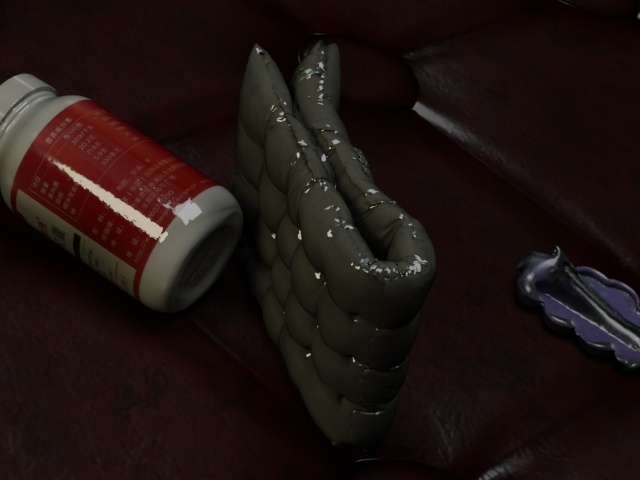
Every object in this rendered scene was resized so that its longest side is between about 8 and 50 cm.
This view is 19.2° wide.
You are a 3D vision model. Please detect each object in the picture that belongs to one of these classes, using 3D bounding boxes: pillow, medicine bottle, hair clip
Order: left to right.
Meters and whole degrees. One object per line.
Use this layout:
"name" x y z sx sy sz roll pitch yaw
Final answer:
"medicine bottle" -0.201 -0.046 1.740 0.250 0.131 0.131 33 37 17
"pillow" 0.000 0.000 1.698 0.101 0.228 0.326 -6 44 -18
"hair clip" 0.290 0.067 1.919 0.195 0.052 0.124 35 43 11
